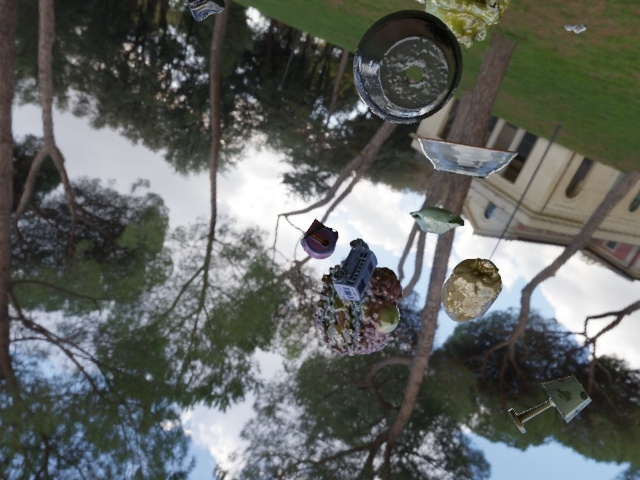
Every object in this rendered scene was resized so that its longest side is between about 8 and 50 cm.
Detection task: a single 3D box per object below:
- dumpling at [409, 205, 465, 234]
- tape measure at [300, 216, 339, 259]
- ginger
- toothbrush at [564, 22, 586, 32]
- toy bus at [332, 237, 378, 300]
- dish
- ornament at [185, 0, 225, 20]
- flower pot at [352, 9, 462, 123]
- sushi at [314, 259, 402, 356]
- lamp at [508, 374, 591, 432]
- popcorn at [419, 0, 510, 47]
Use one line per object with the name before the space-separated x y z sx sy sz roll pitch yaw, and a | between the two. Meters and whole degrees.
dumpling | 0.455 -0.075 1.977 0.219 0.108 0.152 20 -179 26
tape measure | 0.000 0.000 1.682 0.118 0.125 0.074 35 164 7
ginger | 0.409 0.140 1.383 0.138 0.267 0.152 34 -112 19
toothbrush | 0.861 -0.726 1.724 0.025 0.029 0.307 61 -156 -14
toy bus | 0.096 0.073 1.298 0.076 0.073 0.167 6 -130 32
dish | 0.381 -0.215 1.342 0.260 0.085 0.260 8 -166 -2
ornament | -0.363 -0.711 1.248 0.106 0.251 0.260 -13 169 30
flower pot | 0.211 -0.394 1.178 0.268 0.269 0.166 18 -156 -6
sushi | 0.118 0.195 1.419 0.170 0.270 0.236 18 175 -41
lamp | 0.659 0.477 1.454 0.121 0.214 0.121 54 -170 -15
popcorn | 0.424 -0.768 1.562 0.325 0.290 0.321 6 -121 28
